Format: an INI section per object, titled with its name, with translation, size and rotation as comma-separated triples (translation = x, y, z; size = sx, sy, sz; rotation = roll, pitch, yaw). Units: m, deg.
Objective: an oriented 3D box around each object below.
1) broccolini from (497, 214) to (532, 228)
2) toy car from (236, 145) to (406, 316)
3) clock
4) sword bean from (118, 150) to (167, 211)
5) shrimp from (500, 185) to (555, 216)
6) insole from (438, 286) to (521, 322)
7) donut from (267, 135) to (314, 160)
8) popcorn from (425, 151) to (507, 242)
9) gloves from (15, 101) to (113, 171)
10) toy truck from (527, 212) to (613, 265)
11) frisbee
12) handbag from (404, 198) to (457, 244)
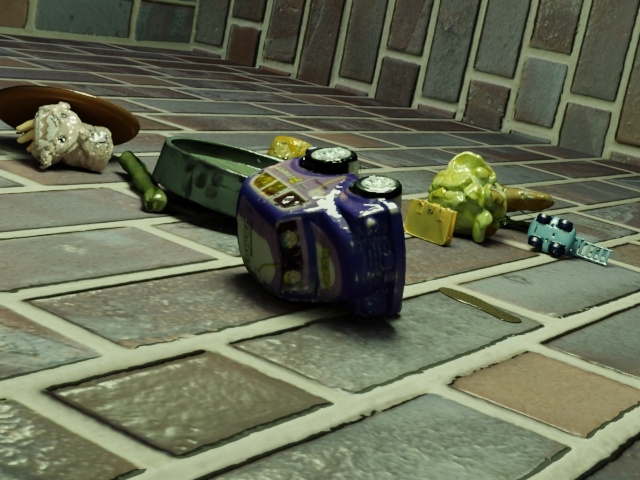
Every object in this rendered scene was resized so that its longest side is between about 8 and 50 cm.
[broccolini]
translation = 0.353, -0.038, 1.997
size = 0.140, 0.035, 0.030
rotation = 5, 18, -30
[toy car]
translation = 0.000, 0.000, 1.293
size = 0.158, 0.172, 0.235
rotation = -15, 26, -26
[clock]
translation = -0.098, -0.086, 1.681
size = 0.319, 0.066, 0.319
rotation = 16, 10, -3
[sword bean]
translation = -0.273, -0.091, 1.687
size = 0.043, 0.038, 0.269
rotation = 12, 13, -22
[shrimp]
translation = 0.347, -0.069, 2.030
size = 0.115, 0.051, 0.217
rotation = 18, -10, -28
[insole]
translation = 0.207, 0.083, 1.426
size = 0.045, 0.002, 0.135
rotation = 0, 18, -40
[donut]
translation = -0.053, -0.187, 2.274
size = 0.108, 0.043, 0.097
rotation = 19, 15, 13
[popcorn]
translation = 0.247, -0.064, 1.854
size = 0.135, 0.162, 0.141
rotation = -21, -17, 9
[gloves]
translation = -0.403, -0.163, 1.748
size = 0.144, 0.110, 0.094
rotation = -3, -24, -40
[toy truck]
translation = 0.416, 0.003, 1.834
size = 0.136, 0.063, 0.074
rotation = 23, -3, 30
[frisbee]
translation = -0.431, -0.206, 1.845
size = 0.250, 0.021, 0.251
rotation = 6, -16, 2
[handbag]
translation = 0.178, -0.030, 1.755
size = 0.083, 0.061, 0.027
rotation = 20, 14, 37
